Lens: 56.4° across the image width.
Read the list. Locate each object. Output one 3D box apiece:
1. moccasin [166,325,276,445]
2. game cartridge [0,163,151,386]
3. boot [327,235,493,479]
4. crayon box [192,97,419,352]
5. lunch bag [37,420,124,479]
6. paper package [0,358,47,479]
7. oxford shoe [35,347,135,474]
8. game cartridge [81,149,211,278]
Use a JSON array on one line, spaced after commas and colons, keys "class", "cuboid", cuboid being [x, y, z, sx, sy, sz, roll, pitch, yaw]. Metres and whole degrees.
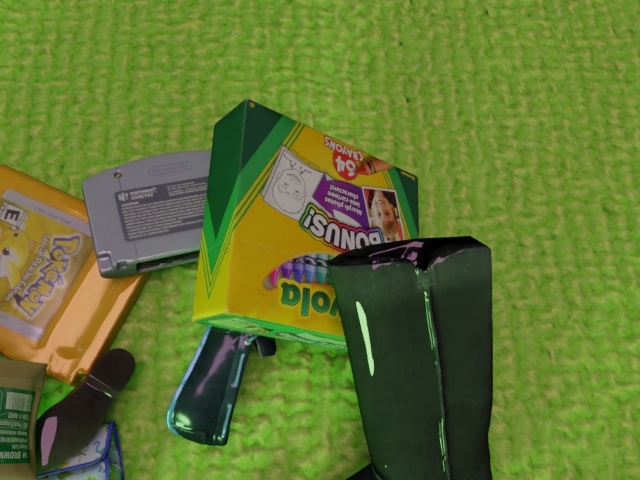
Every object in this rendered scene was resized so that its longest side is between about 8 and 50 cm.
[{"class": "moccasin", "cuboid": [-0.123, 0.159, 0.959, 0.116, 0.138, 0.342, 25, 85, 0]}, {"class": "game cartridge", "cuboid": [-0.467, 0.053, 0.997, 0.323, 0.053, 0.285, 23, 70, 5]}, {"class": "boot", "cuboid": [0.066, 0.231, 0.804, 0.366, 0.146, 0.445, -12, 110, -17]}, {"class": "crayon box", "cuboid": [0.000, 0.000, 0.924, 0.362, 0.106, 0.313, 18, 63, -35]}, {"class": "lunch bag", "cuboid": [-0.363, 0.353, 0.881, 0.128, 0.096, 0.151, -11, 58, -5]}, {"class": "paper package", "cuboid": [-0.572, 0.233, 0.735, 0.309, 0.325, 0.168, -13, 68, 26]}, {"class": "oxford shoe", "cuboid": [-0.363, 0.260, 0.899, 0.076, 0.076, 0.212, 44, 51, -6]}, {"class": "game cartridge", "cuboid": [-0.241, -0.058, 1.022, 0.297, 0.062, 0.198, -12, 61, -19]}]
